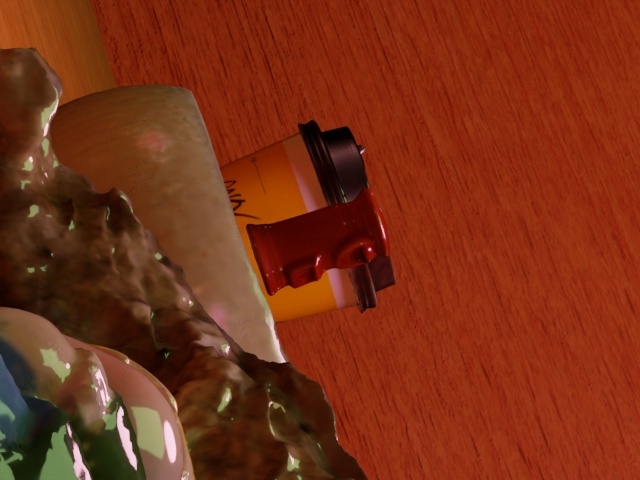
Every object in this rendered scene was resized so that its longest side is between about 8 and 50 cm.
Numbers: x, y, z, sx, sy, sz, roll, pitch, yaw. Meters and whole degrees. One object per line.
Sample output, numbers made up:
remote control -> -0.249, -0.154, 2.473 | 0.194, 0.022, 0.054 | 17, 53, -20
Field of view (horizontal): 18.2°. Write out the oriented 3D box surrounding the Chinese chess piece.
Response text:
Chinese chess piece -> -0.100, 0.073, 1.292 | 0.349, 0.146, 0.349 | 162, -90, -87

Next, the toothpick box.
toothpick box -> 0.000, 0.000, 1.224 | 0.047, 0.083, 0.047 | 162, -90, -88

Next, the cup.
cup -> -0.072, 0.007, 1.923 | 0.196, 0.280, 0.196 | 161, -90, -88

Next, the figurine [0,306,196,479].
figurine -> -0.102, 0.057, 0.561 | 0.234, 0.127, 0.185 | -73, 139, -75

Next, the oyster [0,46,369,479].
oyster -> -0.084, 0.125, 0.766 | 0.204, 0.111, 0.396 | -56, -131, 34
